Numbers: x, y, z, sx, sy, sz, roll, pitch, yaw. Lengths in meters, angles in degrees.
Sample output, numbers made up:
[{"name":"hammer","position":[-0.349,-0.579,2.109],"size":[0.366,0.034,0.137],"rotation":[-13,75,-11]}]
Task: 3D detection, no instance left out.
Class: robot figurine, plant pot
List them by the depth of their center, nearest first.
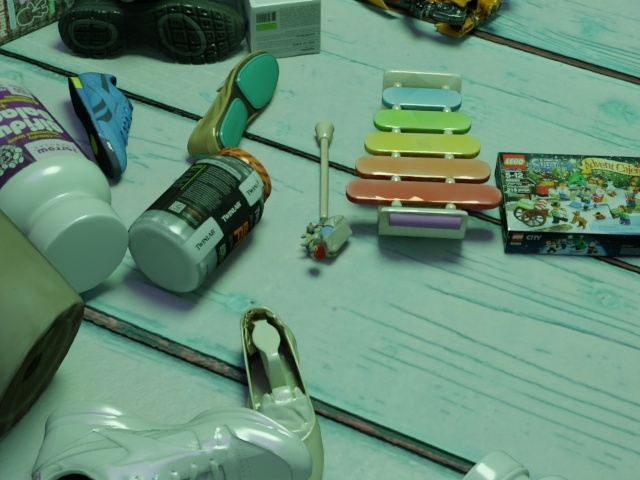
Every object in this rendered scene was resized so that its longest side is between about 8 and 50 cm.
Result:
[{"name":"plant pot","position":[-0.433,0.074,1.404],"size":[0.280,0.323,0.323],"rotation":[32,50,5]},{"name":"robot figurine","position":[0.172,-0.425,2.051],"size":[0.291,0.085,0.211],"rotation":[33,53,28]}]

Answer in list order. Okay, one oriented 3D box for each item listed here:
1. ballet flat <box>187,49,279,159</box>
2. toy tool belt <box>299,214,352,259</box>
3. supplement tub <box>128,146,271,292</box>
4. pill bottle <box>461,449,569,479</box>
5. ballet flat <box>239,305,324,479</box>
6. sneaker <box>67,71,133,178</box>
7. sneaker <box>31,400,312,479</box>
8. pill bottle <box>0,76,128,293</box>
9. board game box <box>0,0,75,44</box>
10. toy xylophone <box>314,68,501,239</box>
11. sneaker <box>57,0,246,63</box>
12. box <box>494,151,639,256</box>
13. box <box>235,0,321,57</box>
[{"name":"ballet flat","position":[-0.131,-0.199,1.823],"size":[0.073,0.080,0.232],"rotation":[-10,35,31]},{"name":"toy tool belt","position":[0.000,0.000,1.652],"size":[0.051,0.052,0.083],"rotation":[-2,31,42]},{"name":"supplement tub","position":[-0.151,-0.031,1.621],"size":[0.117,0.117,0.190],"rotation":[24,50,20]},{"name":"pill bottle","position":[0.248,0.325,1.269],"size":[0.136,0.136,0.245],"rotation":[-34,56,-31]},{"name":"ballet flat","position":[-0.051,0.174,1.445],"size":[0.086,0.086,0.248],"rotation":[-8,46,-10]},{"name":"sneaker","position":[-0.296,-0.172,1.789],"size":[0.082,0.069,0.209],"rotation":[-12,47,-19]},{"name":"sneaker","position":[-0.161,0.255,1.335],"size":[0.305,0.114,0.152],"rotation":[0,37,11]},{"name":"pill bottle","position":[-0.374,-0.069,1.612],"size":[0.169,0.169,0.301],"rotation":[-27,52,-26]},{"name":"board game box","position":[-0.537,-0.434,1.987],"size":[0.291,0.141,0.232],"rotation":[-32,54,-30]},{"name":"toy xylophone","position":[0.111,-0.112,1.738],"size":[0.236,0.081,0.323],"rotation":[-3,45,-5]},{"name":"sneaker","position":[-0.255,-0.352,1.948],"size":[0.286,0.109,0.130],"rotation":[5,41,1]},{"name":"box","position":[0.360,-0.050,1.713],"size":[0.233,0.044,0.159],"rotation":[2,45,-1]},{"name":"box","position":[-0.073,-0.392,1.992],"size":[0.114,0.103,0.203],"rotation":[-9,46,-10]}]
